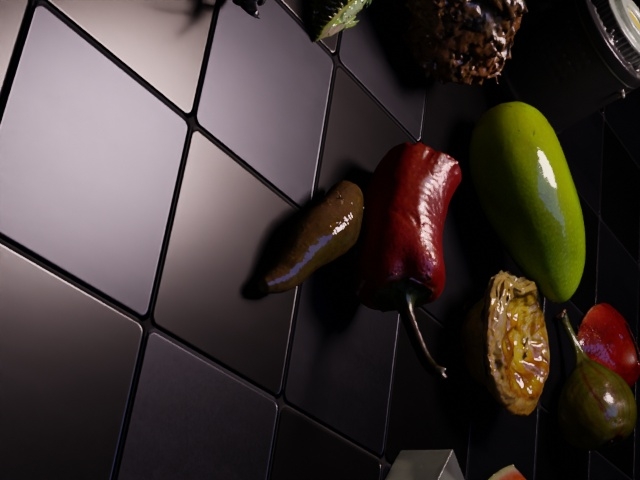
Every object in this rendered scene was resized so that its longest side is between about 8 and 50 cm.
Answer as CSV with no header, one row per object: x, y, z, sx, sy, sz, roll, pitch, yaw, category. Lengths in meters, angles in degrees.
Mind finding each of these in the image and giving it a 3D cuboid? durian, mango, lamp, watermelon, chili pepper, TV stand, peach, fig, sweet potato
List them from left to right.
0.000,0.000,1.441,0.244,0.077,0.077,-52,126,-50,sweet potato
0.041,-0.355,1.608,0.215,0.086,0.100,-49,157,-46,durian
0.101,0.026,1.528,0.131,0.134,0.338,37,48,-29,chili pepper
0.106,0.390,1.500,0.269,0.088,0.083,-51,125,-48,TV stand
0.303,0.408,1.794,0.125,0.094,0.135,44,43,-33,watermelon
0.347,-0.062,1.887,0.192,0.156,0.343,-11,80,-64,mango
0.452,-0.311,2.025,0.205,0.272,0.374,-10,92,-56,lamp
0.480,0.263,2.111,0.151,0.151,0.259,33,29,-49,fig
0.589,0.216,2.304,0.279,0.068,0.189,10,73,-56,peach

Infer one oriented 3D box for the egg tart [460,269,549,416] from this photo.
0.291,0.162,1.823,0.241,0.105,0.241,14,73,-57,egg tart

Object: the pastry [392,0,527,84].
0.227,-0.373,1.766,0.275,0.192,0.275,21,64,-52,pastry

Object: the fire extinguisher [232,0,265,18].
-0.093,-0.395,1.372,0.093,0.118,0.295,-2,83,-22,fire extinguisher
